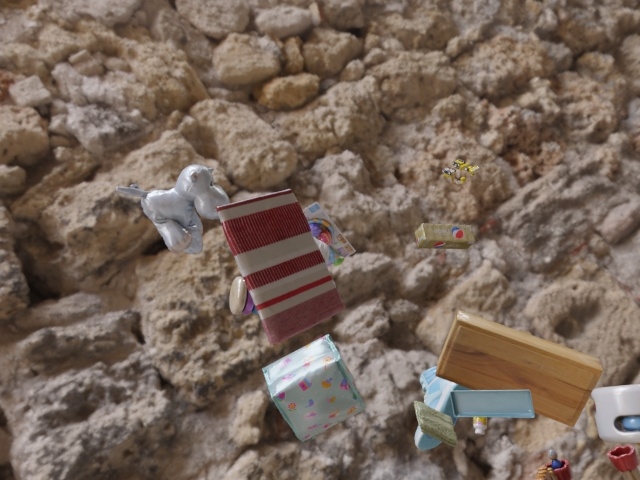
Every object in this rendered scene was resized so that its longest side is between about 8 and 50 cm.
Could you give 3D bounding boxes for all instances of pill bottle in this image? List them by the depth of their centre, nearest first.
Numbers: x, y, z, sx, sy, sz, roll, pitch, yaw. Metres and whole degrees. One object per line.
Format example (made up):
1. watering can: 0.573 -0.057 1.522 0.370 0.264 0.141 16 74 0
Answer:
1. pill bottle: 0.534 0.602 1.918 0.043 0.083 0.043 7 -25 3

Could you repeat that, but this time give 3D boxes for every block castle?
1. block castle: 0.801 0.771 1.707 0.303 0.213 0.453 -26 -7 27

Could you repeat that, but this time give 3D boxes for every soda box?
1. soda box: 0.397 -0.012 1.833 0.181 0.061 0.058 2 -29 -19

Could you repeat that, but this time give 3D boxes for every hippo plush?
1. hippo plush: -0.401 -0.127 1.757 0.236 0.294 0.234 -38 5 11

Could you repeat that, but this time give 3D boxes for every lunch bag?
1. lunch bag: -0.009 0.429 1.610 0.223 0.160 0.262 -28 -58 -4

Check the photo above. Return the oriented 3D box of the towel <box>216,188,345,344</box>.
1. towel: -0.091 0.052 1.336 0.237 0.329 0.037 -19 -7 -44

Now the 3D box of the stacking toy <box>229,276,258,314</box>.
1. stacking toy: -0.163 0.217 2.134 0.330 0.141 0.141 7 -33 -22

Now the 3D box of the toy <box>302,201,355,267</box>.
1. toy: 0.000 0.000 1.881 0.136 0.237 0.056 -30 33 16

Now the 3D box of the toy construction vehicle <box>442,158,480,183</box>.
1. toy construction vehicle: 0.393 -0.192 1.617 0.085 0.098 0.035 -24 -58 -26

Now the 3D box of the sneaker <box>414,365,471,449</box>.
1. sneaker: 0.435 0.631 2.222 0.127 0.208 0.319 28 -82 -28

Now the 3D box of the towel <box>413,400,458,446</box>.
1. towel: 0.332 0.526 1.652 0.027 0.148 0.110 -50 20 23

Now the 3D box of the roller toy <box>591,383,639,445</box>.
1. roller toy: 0.783 0.434 1.425 0.191 0.146 0.209 -1 -17 -12

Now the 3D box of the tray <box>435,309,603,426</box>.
1. tray: 0.562 0.369 1.658 0.076 0.410 0.203 -47 -26 -65

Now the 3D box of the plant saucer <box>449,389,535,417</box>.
1. plant saucer: 0.408 0.387 1.368 0.192 0.067 0.018 -9 4 31

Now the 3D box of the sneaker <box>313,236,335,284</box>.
1. sneaker: -0.030 0.076 1.516 0.090 0.232 0.115 -29 -45 18
